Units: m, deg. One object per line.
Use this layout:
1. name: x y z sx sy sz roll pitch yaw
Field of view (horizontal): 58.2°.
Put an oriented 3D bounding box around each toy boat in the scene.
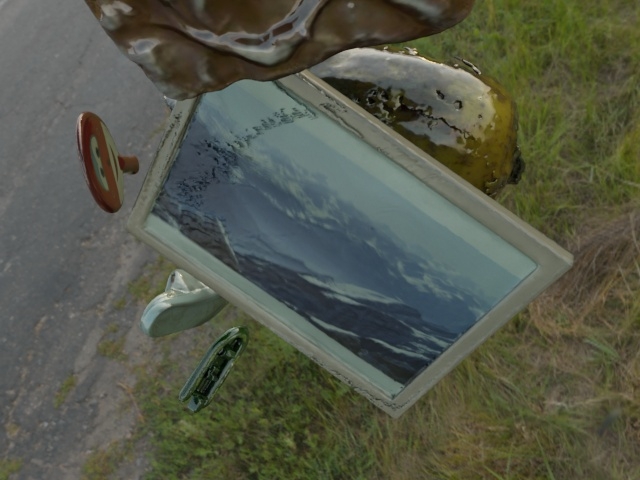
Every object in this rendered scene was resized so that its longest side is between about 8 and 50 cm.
1. toy boat: -0.227 0.274 1.250 0.052 0.104 0.210 27 77 37

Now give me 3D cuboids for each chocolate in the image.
1. chocolate: -0.020 -0.158 0.300 0.214 0.148 0.093 -9 55 21

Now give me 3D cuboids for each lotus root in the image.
1. lotus root: 0.015 -0.121 0.618 0.398 0.195 0.179 8 54 15

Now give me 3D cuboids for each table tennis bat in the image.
1. table tennis bat: -0.210 -0.077 0.573 0.019 0.098 0.154 -12 7 -1

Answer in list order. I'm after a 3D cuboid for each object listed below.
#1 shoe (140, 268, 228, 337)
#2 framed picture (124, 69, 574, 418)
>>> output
1. shoe: -0.255 0.106 1.091 0.100 0.251 0.103 43 115 15
2. framed picture: 0.000 0.000 0.509 0.247 0.335 0.022 -54 2 35
